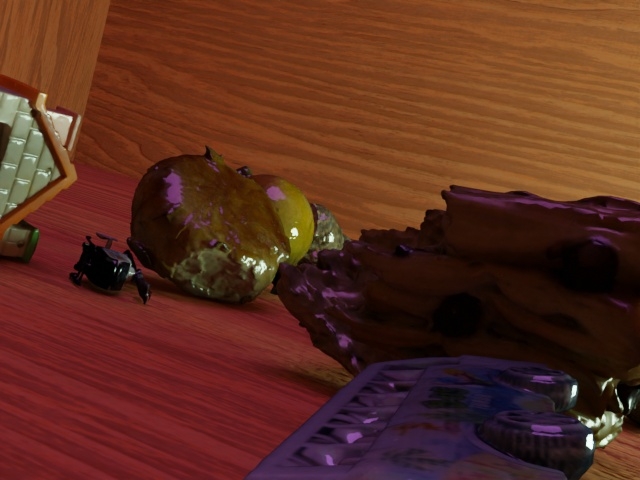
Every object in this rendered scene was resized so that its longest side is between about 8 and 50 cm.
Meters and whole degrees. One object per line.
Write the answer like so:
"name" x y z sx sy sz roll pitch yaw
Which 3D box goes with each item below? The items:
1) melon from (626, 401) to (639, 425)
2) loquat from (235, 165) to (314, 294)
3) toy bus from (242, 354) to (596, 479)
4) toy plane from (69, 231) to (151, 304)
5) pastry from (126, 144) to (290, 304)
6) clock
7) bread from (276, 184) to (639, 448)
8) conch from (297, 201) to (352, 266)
"melon" 0.381 0.166 1.021 0.099 0.099 0.162 15 5 7
"loquat" -0.094 -0.023 1.340 0.149 0.172 0.204 19 44 -46
"toy bus" 0.061 0.124 0.451 0.136 0.109 0.329 4 1 12
"toy plane" -0.251 0.029 1.065 0.078 0.053 0.197 21 2 -23
"pastry" -0.146 -0.017 1.162 0.218 0.100 0.229 54 31 17
"clock" -0.398 -0.096 0.988 0.106 0.220 0.255 25 8 33
"bread" 0.132 0.072 0.757 0.370 0.192 0.314 5 -9 28
"conch" 0.000 0.000 1.806 0.207 0.130 0.155 29 9 -33
